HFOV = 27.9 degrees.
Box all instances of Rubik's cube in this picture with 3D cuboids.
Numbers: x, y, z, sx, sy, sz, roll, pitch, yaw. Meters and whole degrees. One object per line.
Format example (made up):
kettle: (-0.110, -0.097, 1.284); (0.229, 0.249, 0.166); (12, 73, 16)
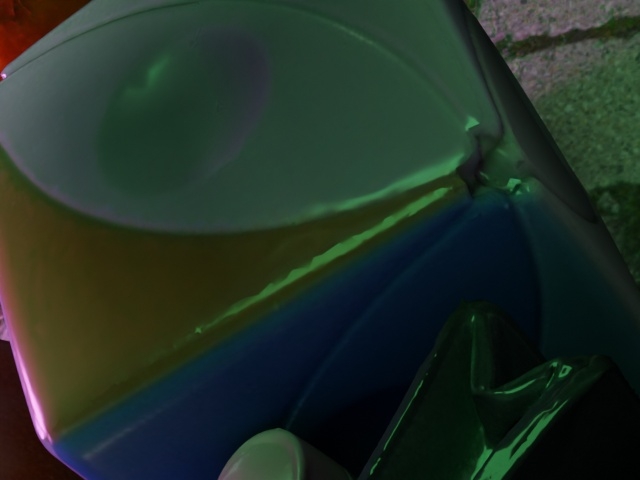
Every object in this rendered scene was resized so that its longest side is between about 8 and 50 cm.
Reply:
Rubik's cube: (0.000, 0.000, 0.912); (0.352, 0.351, 0.347); (-33, 49, 15)

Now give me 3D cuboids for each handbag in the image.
handbag: (0.105, 0.191, 0.745); (0.089, 0.326, 0.238); (29, 80, 34)

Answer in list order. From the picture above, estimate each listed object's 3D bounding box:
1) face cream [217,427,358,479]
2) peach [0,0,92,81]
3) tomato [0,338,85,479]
face cream: (0.017, 0.214, 0.823); (0.073, 0.269, 0.107); (18, 72, 39)
peach: (-0.276, -0.256, 1.287); (0.372, 0.290, 0.373); (-18, 46, 20)
tomato: (-0.293, 0.222, 1.017); (0.321, 0.321, 0.321); (-16, 55, 24)
